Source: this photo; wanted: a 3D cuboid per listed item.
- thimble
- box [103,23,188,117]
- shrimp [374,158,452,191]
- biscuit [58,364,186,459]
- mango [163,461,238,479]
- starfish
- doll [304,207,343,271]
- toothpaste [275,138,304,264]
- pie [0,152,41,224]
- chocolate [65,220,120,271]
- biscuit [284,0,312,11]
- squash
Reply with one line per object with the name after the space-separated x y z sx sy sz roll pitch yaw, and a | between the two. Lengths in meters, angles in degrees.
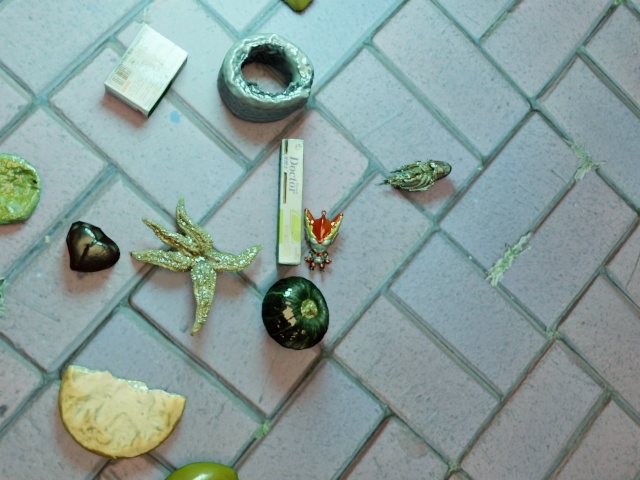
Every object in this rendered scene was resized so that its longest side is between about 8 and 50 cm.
-0.146 -0.429 1.827 0.246 0.157 0.217 13 83 -13 | thimble
-0.454 -0.440 1.790 0.135 0.081 0.199 33 80 -10 | box
0.264 -0.178 1.952 0.233 0.079 0.090 -13 84 -10 | shrimp
-0.511 0.441 1.721 0.309 0.040 0.204 19 81 -11 | biscuit
-0.331 0.686 1.684 0.211 0.173 0.317 37 71 -9 | mango
-0.351 0.043 1.775 0.294 0.084 0.301 38 74 -4 | starfish
0.000 0.000 1.882 0.109 0.057 0.169 7 97 3 | doll
-0.082 -0.101 1.854 0.067 0.081 0.336 2 85 -10 | toothpaste
-0.788 -0.126 1.699 0.187 0.041 0.186 1 86 -14 | pie
-0.587 0.021 1.718 0.125 0.080 0.148 -45 98 -14 | chocolate
-0.090 -0.813 1.923 0.291 0.062 0.237 44 76 -8 | biscuit
-0.065 0.191 1.800 0.193 0.156 0.193 8 63 -16 | squash
